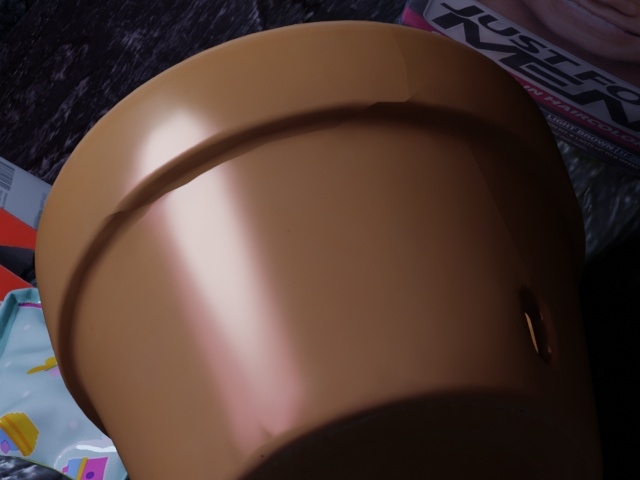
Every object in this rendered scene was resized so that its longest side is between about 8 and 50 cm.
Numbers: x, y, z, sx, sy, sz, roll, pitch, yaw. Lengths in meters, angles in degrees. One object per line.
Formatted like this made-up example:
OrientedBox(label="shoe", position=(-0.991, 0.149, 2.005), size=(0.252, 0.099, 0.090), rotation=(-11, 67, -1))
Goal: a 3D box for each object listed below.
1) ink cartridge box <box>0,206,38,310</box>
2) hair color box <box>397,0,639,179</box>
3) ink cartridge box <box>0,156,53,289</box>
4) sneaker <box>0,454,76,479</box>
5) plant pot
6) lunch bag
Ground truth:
OrientedBox(label="ink cartridge box", position=(-0.321, 0.097, 1.460), size=(0.239, 0.275, 0.060), rotation=(-58, -5, -1))
OrientedBox(label="hair color box", position=(0.149, -0.146, 0.741), size=(0.105, 0.174, 0.347), rotation=(-62, -1, -12))
OrientedBox(label="ink cartridge box", position=(-0.320, 0.010, 1.629), size=(0.100, 0.237, 0.172), rotation=(-51, 21, 24))
OrientedBox(label="sneaker", position=(-0.079, 0.225, 0.731), size=(0.111, 0.300, 0.121), rotation=(-37, 6, -12))
OrientedBox(label="plant pot", position=(0.012, 0.065, 0.788), size=(0.291, 0.291, 0.203), rotation=(-46, 39, 26))
OrientedBox(label="lunch bag", position=(-0.149, 0.191, 0.980), size=(0.262, 0.160, 0.223), rotation=(-80, -12, -51))
